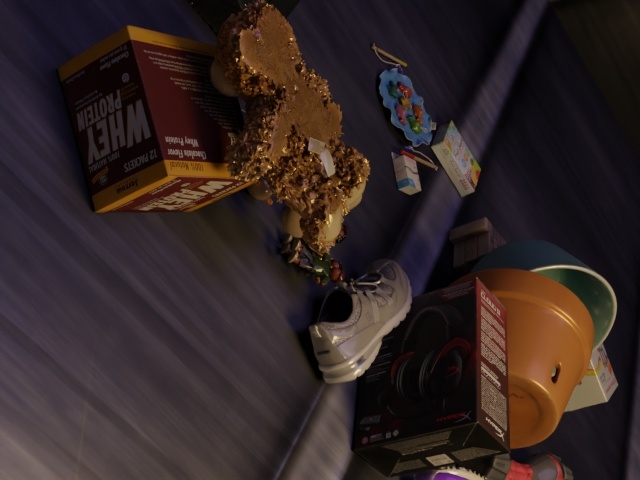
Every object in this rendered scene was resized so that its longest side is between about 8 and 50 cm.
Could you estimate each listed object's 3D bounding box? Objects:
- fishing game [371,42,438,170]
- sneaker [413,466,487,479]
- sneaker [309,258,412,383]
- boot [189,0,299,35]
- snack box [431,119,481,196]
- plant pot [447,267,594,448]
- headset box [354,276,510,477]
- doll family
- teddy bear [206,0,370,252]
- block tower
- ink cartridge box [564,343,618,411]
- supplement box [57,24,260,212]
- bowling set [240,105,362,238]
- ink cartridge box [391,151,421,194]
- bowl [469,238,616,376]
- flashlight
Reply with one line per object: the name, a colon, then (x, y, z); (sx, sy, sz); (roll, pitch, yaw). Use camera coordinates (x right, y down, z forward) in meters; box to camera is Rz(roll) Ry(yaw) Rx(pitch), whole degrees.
fishing game: (0.187, -0.278, 2.024); (0.189, 0.041, 0.264); (19, 53, -50)
sneaker: (0.247, 0.488, 1.598); (0.293, 0.102, 0.146); (47, 38, -32)
sneaker: (0.065, 0.099, 1.536); (0.115, 0.105, 0.281); (64, 31, -21)
boot: (-0.129, -0.429, 1.569); (0.246, 0.094, 0.207); (55, 36, -34)
snack box: (0.301, -0.181, 2.153); (0.141, 0.037, 0.100); (55, 32, -21)
plant pot: (0.320, 0.222, 1.698); (0.291, 0.291, 0.203); (53, 36, -25)
headset box: (0.179, 0.205, 1.551); (0.110, 0.218, 0.293); (45, 39, -37)
doll family: (0.000, 0.000, 1.531); (0.111, 0.076, 0.193); (27, 52, -23)
teddy bear: (-0.047, -0.144, 1.281); (0.338, 0.113, 0.245); (46, 52, -39)
block tower: (0.398, 0.093, 2.088); (0.335, 0.091, 0.097); (44, 38, -34)
ink cartridge box: (0.579, 0.284, 2.220); (0.128, 0.127, 0.176); (-22, 91, -60)
supplement box: (-0.203, -0.147, 1.250); (0.191, 0.129, 0.194); (-3, 74, -58)
bowling set: (-0.080, -0.131, 1.464); (0.154, 0.200, 0.287); (-29, 94, -17)
ink cartridge box: (0.170, -0.137, 1.929); (0.048, 0.028, 0.083); (19, 56, -53)
bowl: (0.407, 0.120, 1.933); (0.311, 0.311, 0.163); (44, 18, -36)
flashlight: (0.368, 0.428, 1.825); (0.304, 0.103, 0.103); (30, 49, -47)
